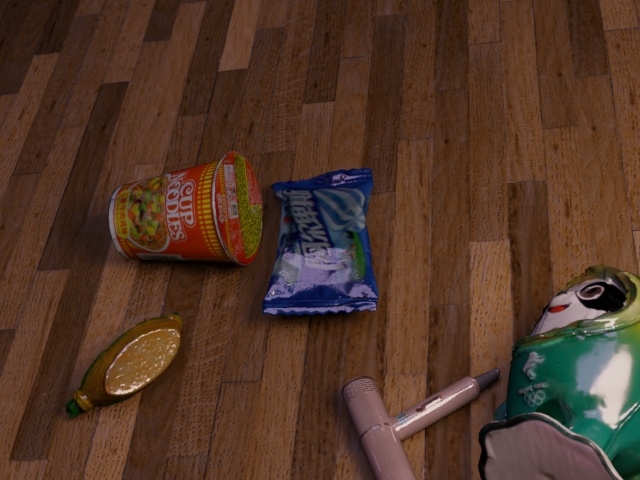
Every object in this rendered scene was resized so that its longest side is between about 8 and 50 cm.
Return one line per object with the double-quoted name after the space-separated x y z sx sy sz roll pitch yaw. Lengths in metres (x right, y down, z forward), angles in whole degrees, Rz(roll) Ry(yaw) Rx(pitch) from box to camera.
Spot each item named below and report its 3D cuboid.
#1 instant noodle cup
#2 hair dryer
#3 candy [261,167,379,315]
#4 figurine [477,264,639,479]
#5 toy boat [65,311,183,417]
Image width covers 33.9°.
-0.226 -0.042 1.737 0.212 0.193 0.193 -6 47 20 "instant noodle cup"
0.162 0.252 1.445 0.220 0.053 0.195 -15 47 -7 "hair dryer"
0.000 0.000 1.693 0.187 0.077 0.331 -5 45 8 "candy"
0.352 0.183 1.331 0.324 0.231 0.340 -29 15 51 "figurine"
-0.292 0.188 1.607 0.229 0.089 0.088 -41 14 -22 "toy boat"
